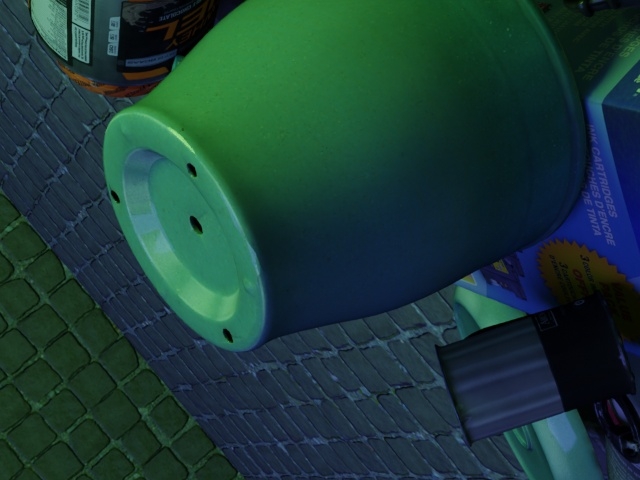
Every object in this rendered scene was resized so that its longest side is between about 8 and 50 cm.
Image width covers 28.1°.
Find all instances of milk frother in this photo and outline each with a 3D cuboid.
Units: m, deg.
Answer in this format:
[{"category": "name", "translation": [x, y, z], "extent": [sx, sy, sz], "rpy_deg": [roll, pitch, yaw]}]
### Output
[{"category": "milk frother", "translation": [0.175, 0.126, 0.992], "extent": [0.129, 0.135, 0.143], "rpy_deg": [-2, -107, -83]}]

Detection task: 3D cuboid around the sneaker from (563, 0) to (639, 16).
[{"category": "sneaker", "translation": [0.218, -0.192, 0.818], "extent": [0.276, 0.135, 0.097], "rpy_deg": [28, 148, 37]}]

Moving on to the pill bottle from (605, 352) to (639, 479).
[{"category": "pill bottle", "translation": [0.347, 0.198, 1.153], "extent": [0.176, 0.176, 0.318], "rpy_deg": [31, 152, 36]}]

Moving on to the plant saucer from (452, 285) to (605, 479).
[{"category": "plant saucer", "translation": [0.214, 0.167, 1.355], "extent": [0.317, 0.044, 0.317], "rpy_deg": [156, 90, -87]}]

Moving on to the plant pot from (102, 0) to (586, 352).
[{"category": "plant pot", "translation": [0.000, -0.057, 0.902], "extent": [0.272, 0.255, 0.271], "rpy_deg": [37, 144, 33]}]

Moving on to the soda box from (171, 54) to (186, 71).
[{"category": "soda box", "translation": [-0.058, -0.132, 1.357], "extent": [0.210, 0.071, 0.067], "rpy_deg": [10, 154, -3]}]

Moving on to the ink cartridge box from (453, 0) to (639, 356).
[{"category": "ink cartridge box", "translation": [0.229, -0.056, 1.005], "extent": [0.395, 0.151, 0.270], "rpy_deg": [19, 144, 47]}]

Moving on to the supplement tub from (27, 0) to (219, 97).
[{"category": "supplement tub", "translation": [-0.199, -0.294, 1.315], "extent": [0.207, 0.207, 0.338], "rpy_deg": [45, 158, 7]}]
